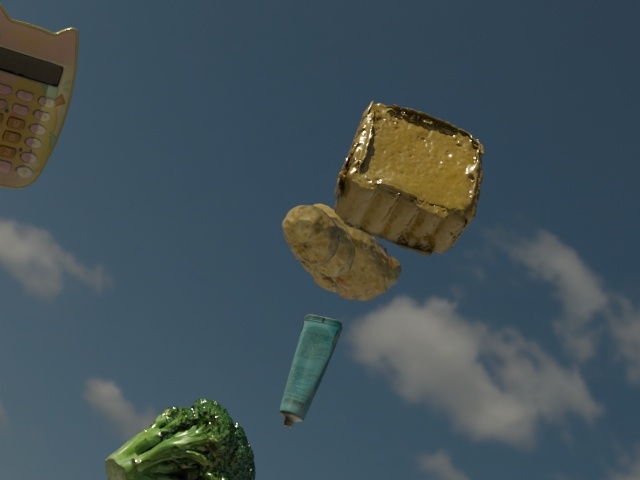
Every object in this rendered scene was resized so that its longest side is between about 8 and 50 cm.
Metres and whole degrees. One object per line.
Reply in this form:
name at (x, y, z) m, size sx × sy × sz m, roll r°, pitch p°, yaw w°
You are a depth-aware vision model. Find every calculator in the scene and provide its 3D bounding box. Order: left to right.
calculator at (-0.403, -0.177, 1.484) m, size 0.157 × 0.236 × 0.033 m, roll 15°, pitch 5°, yaw -38°

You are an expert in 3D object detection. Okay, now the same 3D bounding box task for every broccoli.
broccoli at (-0.255, 0.441, 2.136) m, size 0.308 × 0.275 × 0.308 m, roll 7°, pitch -82°, yaw 53°

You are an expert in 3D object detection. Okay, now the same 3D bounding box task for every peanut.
peanut at (0.000, 0.000, 2.127) m, size 0.098 × 0.103 × 0.229 m, roll 20°, pitch -5°, yaw 26°

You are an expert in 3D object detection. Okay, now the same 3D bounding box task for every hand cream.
hand cream at (-0.027, 0.248, 2.191) m, size 0.083 × 0.224 × 0.048 m, roll 10°, pitch -22°, yaw 25°

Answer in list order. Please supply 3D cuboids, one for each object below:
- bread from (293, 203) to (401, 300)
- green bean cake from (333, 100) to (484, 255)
bread at (0.045, 0.036, 2.361) m, size 0.244 × 0.134 × 0.244 m, roll 38°, pitch -8°, yaw 6°
green bean cake at (0.146, -0.103, 1.928) m, size 0.230 × 0.224 × 0.131 m, roll 19°, pitch -40°, yaw -3°
